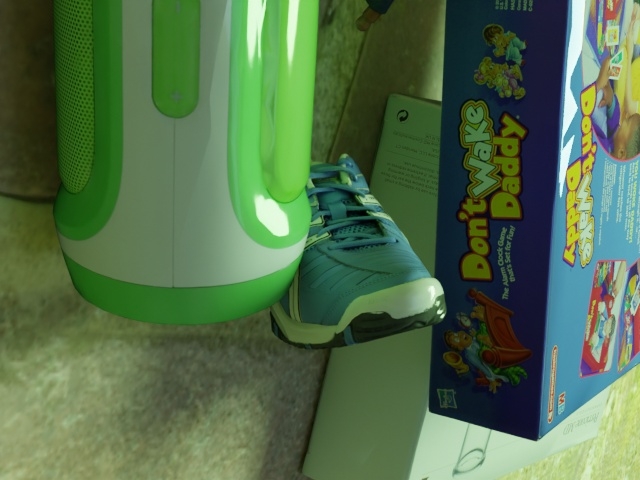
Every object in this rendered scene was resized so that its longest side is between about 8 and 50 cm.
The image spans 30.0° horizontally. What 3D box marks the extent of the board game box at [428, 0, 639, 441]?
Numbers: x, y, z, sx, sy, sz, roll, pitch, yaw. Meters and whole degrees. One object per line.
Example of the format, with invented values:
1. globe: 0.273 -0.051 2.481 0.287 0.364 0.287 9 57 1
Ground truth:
1. board game box: 0.166 -0.075 0.771 0.233 0.078 0.347 -18 113 -53

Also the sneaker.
1. sneaker: 0.000 0.000 0.641 0.080 0.211 0.081 -12 107 -20

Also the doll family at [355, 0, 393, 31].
1. doll family: 0.041 -0.212 0.643 0.076 0.111 0.192 -27 128 -49

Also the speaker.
1. speaker: -0.059 -0.118 0.528 0.131 0.131 0.296 -26 126 -49

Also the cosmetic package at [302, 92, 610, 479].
1. cosmetic package: 0.154 0.043 0.968 0.377 0.097 0.284 -3 110 -56
